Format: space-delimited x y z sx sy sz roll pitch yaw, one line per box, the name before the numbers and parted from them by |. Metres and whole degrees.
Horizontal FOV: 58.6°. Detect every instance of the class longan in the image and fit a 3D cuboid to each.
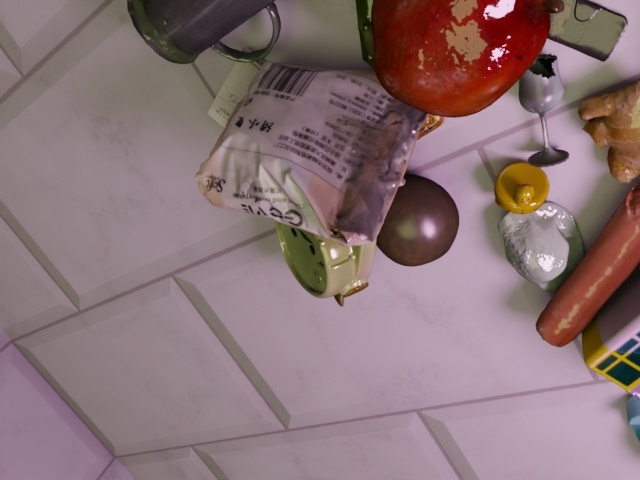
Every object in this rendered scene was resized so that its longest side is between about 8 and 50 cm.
longan | 0.198 -0.039 1.225 0.197 0.198 0.213 6 123 21

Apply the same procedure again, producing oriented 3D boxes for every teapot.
teapot | -0.201 -0.472 1.130 0.336 0.201 0.270 -19 130 34

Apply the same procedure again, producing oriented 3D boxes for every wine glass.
wine glass | 0.414 -0.241 1.061 0.079 0.079 0.196 -5 120 27

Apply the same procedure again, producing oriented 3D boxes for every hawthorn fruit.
hawthorn fruit | 0.222 -0.357 0.942 0.295 0.295 0.311 33 155 1

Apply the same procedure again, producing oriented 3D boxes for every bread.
bread | 0.200 -0.253 1.172 0.110 0.044 0.083 -31 104 38

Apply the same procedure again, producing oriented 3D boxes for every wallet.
wallet | 0.447 -0.378 0.996 0.156 0.018 0.082 27 128 7

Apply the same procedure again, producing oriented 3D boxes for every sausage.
sausage | 0.560 0.048 1.123 0.094 0.094 0.419 30 124 12

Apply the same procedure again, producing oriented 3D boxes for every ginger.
ginger | 0.567 -0.186 1.012 0.157 0.102 0.216 -26 119 39

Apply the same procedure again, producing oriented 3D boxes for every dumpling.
dumpling | 0.464 0.021 1.190 0.152 0.108 0.219 -32 109 36

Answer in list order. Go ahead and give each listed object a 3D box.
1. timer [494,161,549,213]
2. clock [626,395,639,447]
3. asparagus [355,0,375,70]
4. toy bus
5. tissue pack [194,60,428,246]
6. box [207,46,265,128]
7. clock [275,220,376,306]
timer | 0.399 -0.107 1.131 0.107 0.107 0.109 13 161 17
clock | 0.851 0.466 1.313 0.223 0.094 0.274 -14 113 32
asparagus | 0.101 -0.448 1.072 0.084 0.082 0.343 -15 123 -13
toy bus | 0.717 0.104 1.067 0.249 0.209 0.440 32 130 3
tissue pack | -0.011 -0.184 1.089 0.375 0.390 0.195 16 152 25
box | -0.174 -0.328 1.304 0.109 0.029 0.198 40 129 -4
clock | 0.000 0.000 1.300 0.286 0.117 0.349 45 148 39
